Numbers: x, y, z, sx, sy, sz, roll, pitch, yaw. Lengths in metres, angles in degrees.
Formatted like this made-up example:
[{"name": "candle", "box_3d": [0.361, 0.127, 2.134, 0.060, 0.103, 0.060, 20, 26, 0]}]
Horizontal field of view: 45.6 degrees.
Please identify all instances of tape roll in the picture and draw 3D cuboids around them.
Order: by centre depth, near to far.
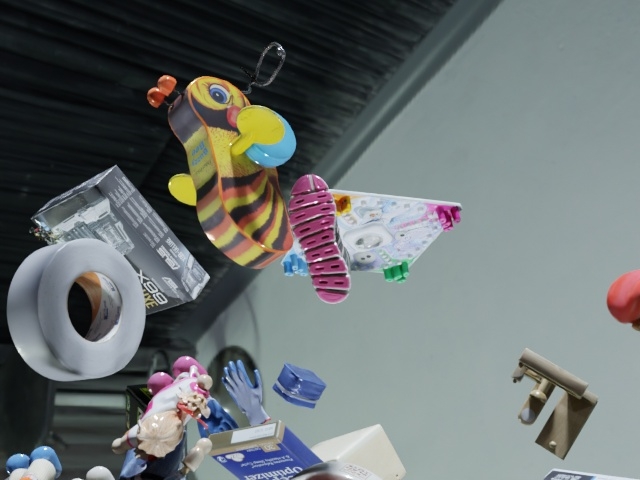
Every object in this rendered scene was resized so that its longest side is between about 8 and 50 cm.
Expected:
[{"name": "tape roll", "box_3d": [-0.378, 0.109, 1.199, 0.072, 0.219, 0.219, -10, 73, 30]}]

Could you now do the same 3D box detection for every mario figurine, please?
[{"name": "mario figurine", "box_3d": [0.675, 0.162, 1.376, 0.321, 0.198, 0.170, 29, 124, 32]}]

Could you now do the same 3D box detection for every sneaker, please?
[{"name": "sneaker", "box_3d": [0.000, 0.000, 0.990, 0.075, 0.063, 0.170, 64, -170, -82]}]

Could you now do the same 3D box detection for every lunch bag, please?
[{"name": "lunch bag", "box_3d": [-0.041, 0.289, 1.488, 0.067, 0.098, 0.065, 34, 96, 50]}]

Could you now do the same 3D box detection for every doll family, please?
[{"name": "doll family", "box_3d": [-0.174, 0.218, 0.639, 0.263, 0.118, 0.163, -33, 12, 5]}]

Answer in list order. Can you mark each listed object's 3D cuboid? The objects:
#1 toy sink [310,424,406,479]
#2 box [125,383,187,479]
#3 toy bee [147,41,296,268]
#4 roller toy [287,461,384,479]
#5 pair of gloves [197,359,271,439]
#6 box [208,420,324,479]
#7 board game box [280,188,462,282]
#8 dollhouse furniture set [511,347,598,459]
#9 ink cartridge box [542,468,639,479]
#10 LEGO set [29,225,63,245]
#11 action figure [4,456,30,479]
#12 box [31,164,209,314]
[{"name": "toy sink", "box_3d": [0.042, 0.513, 1.653, 0.234, 0.153, 0.131, -32, 85, 45]}, {"name": "box", "box_3d": [-0.220, 0.302, 1.010, 0.184, 0.045, 0.190, -171, 81, -66]}, {"name": "toy bee", "box_3d": [-0.125, -0.115, 0.882, 0.195, 0.162, 0.298, -54, 40, 30]}, {"name": "roller toy", "box_3d": [0.015, 0.376, 0.936, 0.209, 0.146, 0.191, -31, 79, 16]}, {"name": "pair of gloves", "box_3d": [-0.197, 0.358, 1.647, 0.198, 0.023, 0.159, -36, 76, 17]}, {"name": "box", "box_3d": [-0.064, 0.370, 1.228, 0.137, 0.225, 0.036, -18, 42, 26]}, {"name": "board game box", "box_3d": [0.131, 0.004, 2.067, 0.390, 0.390, 0.050, 123, 146, -53]}, {"name": "dollhouse furniture set", "box_3d": [0.387, 0.284, 1.311, 0.144, 0.151, 0.123, 30, 84, 21]}, {"name": "ink cartridge box", "box_3d": [0.630, 0.623, 1.534, 0.304, 0.072, 0.307, -13, 99, 51]}, {"name": "LEGO set", "box_3d": [-0.470, -0.004, 1.303, 0.054, 0.083, 0.023, 35, 95, 28]}, {"name": "action figure", "box_3d": [-0.318, 0.462, 0.835, 0.330, 0.179, 0.341, -109, 21, -62]}, {"name": "box", "box_3d": [-0.412, 0.016, 1.576, 0.243, 0.307, 0.076, -18, 28, 38]}]
